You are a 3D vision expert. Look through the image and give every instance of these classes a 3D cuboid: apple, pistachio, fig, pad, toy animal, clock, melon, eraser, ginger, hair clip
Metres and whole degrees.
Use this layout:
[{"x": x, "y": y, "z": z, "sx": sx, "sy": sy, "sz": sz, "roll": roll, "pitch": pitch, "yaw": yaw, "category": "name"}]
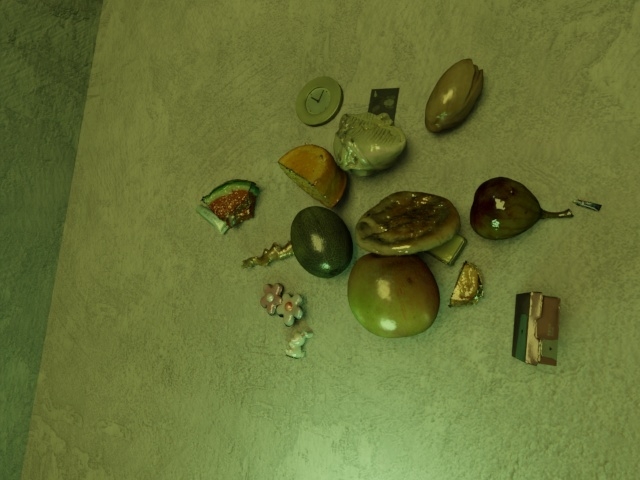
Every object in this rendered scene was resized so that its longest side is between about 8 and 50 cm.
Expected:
[{"x": 0.249, "y": 0.173, "z": 1.499, "sx": 0.319, "sy": 0.319, "sz": 0.277, "roll": -6, "pitch": 110, "yaw": 26, "category": "apple"}, {"x": 0.495, "y": -0.537, "z": 1.606, "sx": 0.293, "sy": 0.162, "sz": 0.181, "roll": -61, "pitch": 26, "yaw": 8, "category": "pistachio"}, {"x": 0.676, "y": -0.092, "z": 1.433, "sx": 0.320, "sy": 0.217, "sz": 0.217, "roll": 10, "pitch": 84, "yaw": 5, "category": "fig"}, {"x": 0.259, "y": -0.554, "z": 1.813, "sx": 0.127, "sy": 0.004, "sz": 0.190, "roll": 7, "pitch": 84, "yaw": 27, "category": "pad"}, {"x": -0.094, "y": 0.420, "z": 1.765, "sx": 0.085, "sy": 0.071, "sz": 0.124, "roll": 17, "pitch": 88, "yaw": 29, "category": "toy animal"}, {"x": -0.007, "y": -0.631, "z": 1.950, "sx": 0.234, "sy": 0.029, "sz": 0.235, "roll": -6, "pitch": 77, "yaw": 28, "category": "clock"}, {"x": 0.000, "y": 0.000, "z": 1.702, "sx": 0.237, "sy": 0.237, "sz": 0.302, "roll": -35, "pitch": 61, "yaw": 17, "category": "melon"}, {"x": 0.438, "y": 0.006, "z": 1.583, "sx": 0.172, "sy": 0.058, "sz": 0.117, "roll": 33, "pitch": 96, "yaw": 28, "category": "eraser"}, {"x": -0.226, "y": 0.062, "z": 1.900, "sx": 0.288, "sy": 0.075, "sz": 0.089, "roll": -18, "pitch": 95, "yaw": 18, "category": "ginger"}, {"x": -0.163, "y": 0.269, "z": 1.834, "sx": 0.257, "sy": 0.075, "sz": 0.146, "roll": 23, "pitch": 96, "yaw": 33, "category": "hair clip"}]

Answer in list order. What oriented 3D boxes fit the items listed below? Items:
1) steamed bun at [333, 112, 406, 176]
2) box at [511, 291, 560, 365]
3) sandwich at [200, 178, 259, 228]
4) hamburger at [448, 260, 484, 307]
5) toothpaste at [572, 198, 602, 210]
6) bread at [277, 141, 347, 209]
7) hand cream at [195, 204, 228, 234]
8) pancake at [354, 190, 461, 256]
[{"x": 0.189, "y": -0.359, "z": 1.702, "sx": 0.280, "sy": 0.207, "sz": 0.268, "roll": -5, "pitch": 49, "yaw": -12, "category": "steamed bun"}, {"x": 0.667, "y": 0.273, "z": 1.335, "sx": 0.086, "sy": 0.215, "sz": 0.215, "roll": 7, "pitch": 82, "yaw": 14, "category": "box"}, {"x": -0.401, "y": -0.182, "z": 2.019, "sx": 0.292, "sy": 0.109, "sz": 0.212, "roll": -33, "pitch": 73, "yaw": 20, "category": "sandwich"}, {"x": 0.522, "y": 0.168, "z": 1.502, "sx": 0.102, "sy": 0.087, "sz": 0.176, "roll": 20, "pitch": 82, "yaw": 16, "category": "hamburger"}, {"x": 0.876, "y": -0.119, "z": 1.411, "sx": 0.083, "sy": 0.019, "sz": 0.027, "roll": 23, "pitch": 67, "yaw": 27, "category": "toothpaste"}, {"x": -0.017, "y": -0.291, "z": 1.783, "sx": 0.179, "sy": 0.194, "sz": 0.340, "roll": -47, "pitch": 47, "yaw": -3, "category": "bread"}, {"x": -0.526, "y": -0.109, "z": 2.097, "sx": 0.204, "sy": 0.050, "sz": 0.078, "roll": 33, "pitch": 79, "yaw": 23, "category": "hand cream"}, {"x": 0.303, "y": -0.070, "z": 1.543, "sx": 0.386, "sy": 0.082, "sz": 0.387, "roll": -13, "pitch": 32, "yaw": 8, "category": "pancake"}]
